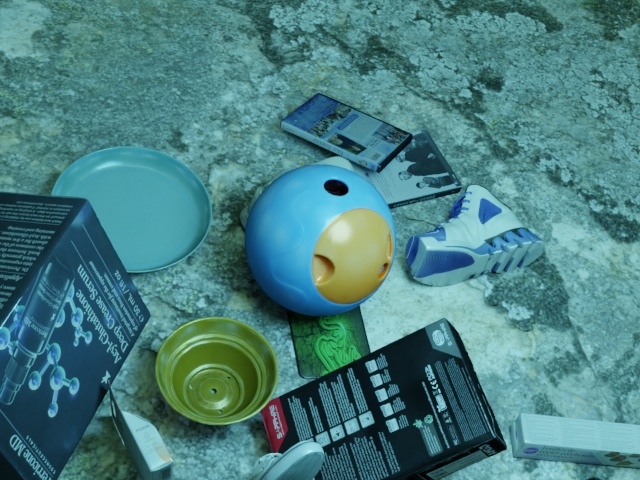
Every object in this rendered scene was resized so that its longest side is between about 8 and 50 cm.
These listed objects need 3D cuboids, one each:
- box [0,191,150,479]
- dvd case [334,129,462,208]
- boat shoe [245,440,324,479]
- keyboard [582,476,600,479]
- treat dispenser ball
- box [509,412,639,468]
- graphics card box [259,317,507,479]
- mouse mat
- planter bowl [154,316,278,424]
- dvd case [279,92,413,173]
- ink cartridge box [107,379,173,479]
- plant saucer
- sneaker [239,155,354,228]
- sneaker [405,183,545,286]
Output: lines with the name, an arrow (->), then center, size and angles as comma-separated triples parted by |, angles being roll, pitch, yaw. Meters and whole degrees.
box -> -0.489, 0.161, 1.578 | 0.212, 0.293, 0.395 | 5, 48, 24
dvd case -> 0.174, -0.157, 2.198 | 0.239, 0.029, 0.179 | -14, 59, -23
boat shoe -> -0.082, 0.385, 1.604 | 0.083, 0.226, 0.076 | 16, 35, -42
keyboard -> 0.451, 0.493, 1.786 | 0.192, 0.038, 0.100 | -9, 33, -20
treat dispenser ball -> 0.000, 0.000, 1.866 | 0.288, 0.288, 0.288 | 7, 52, -10
box -> 0.522, 0.382, 1.860 | 0.324, 0.063, 0.067 | 7, 51, -10
graphics card box -> 0.099, 0.313, 1.661 | 0.371, 0.094, 0.232 | -28, 57, 12
mouse mat -> 0.017, 0.181, 1.916 | 0.153, 0.007, 0.189 | -2, 55, -16
planter bowl -> -0.187, 0.250, 1.754 | 0.217, 0.090, 0.217 | 6, 52, -7
dvd case -> 0.060, -0.244, 2.195 | 0.253, 0.022, 0.180 | 26, 38, 16
ink cartridge box -> -0.298, 0.328, 1.632 | 0.045, 0.145, 0.179 | -20, 60, -21
plant saucer -> -0.377, -0.057, 1.968 | 0.318, 0.043, 0.317 | 7, 52, -9
sneaker -> -0.034, -0.109, 2.052 | 0.292, 0.118, 0.110 | -32, 65, -33
sneaker -> 0.302, -0.018, 2.079 | 0.316, 0.127, 0.182 | -6, 52, -27
